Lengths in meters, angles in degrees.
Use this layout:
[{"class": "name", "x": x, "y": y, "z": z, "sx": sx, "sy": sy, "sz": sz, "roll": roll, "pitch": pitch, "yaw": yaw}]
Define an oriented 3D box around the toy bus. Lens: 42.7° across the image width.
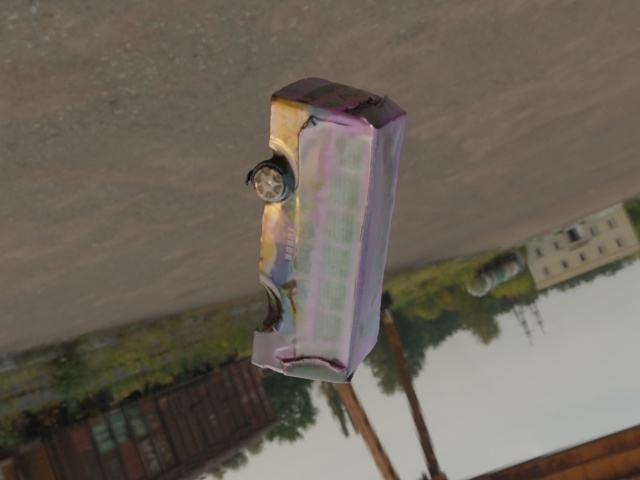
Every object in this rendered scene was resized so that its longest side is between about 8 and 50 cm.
[{"class": "toy bus", "x": 0.000, "y": 0.000, "z": 0.740, "sx": 0.112, "sy": 0.274, "sz": 0.090, "roll": 18, "pitch": -150, "yaw": 22}]
